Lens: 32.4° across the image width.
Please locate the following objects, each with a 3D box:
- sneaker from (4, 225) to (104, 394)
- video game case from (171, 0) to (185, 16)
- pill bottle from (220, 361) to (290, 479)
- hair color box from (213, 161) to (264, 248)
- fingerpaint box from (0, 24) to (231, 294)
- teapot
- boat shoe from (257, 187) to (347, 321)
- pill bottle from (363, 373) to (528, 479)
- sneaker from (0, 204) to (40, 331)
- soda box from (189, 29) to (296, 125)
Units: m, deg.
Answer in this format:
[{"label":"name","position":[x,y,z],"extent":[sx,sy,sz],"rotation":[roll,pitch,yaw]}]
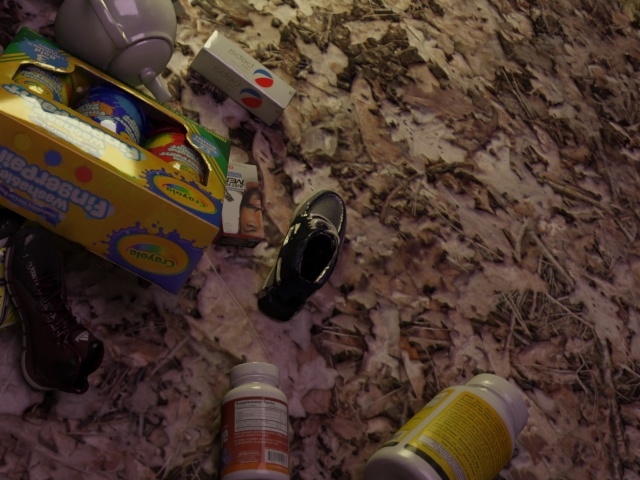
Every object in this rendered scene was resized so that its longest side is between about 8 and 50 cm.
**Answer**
[{"label":"sneaker","position":[-0.409,0.118,1.762],"extent":[0.106,0.162,0.282],"rotation":[-24,116,-45]},{"label":"video game case","position":[-0.361,-0.588,2.242],"extent":[0.025,0.285,0.204],"rotation":[-32,81,-1]},{"label":"pill bottle","position":[-0.115,0.330,1.933],"extent":[0.121,0.121,0.216],"rotation":[14,56,-26]},{"label":"hair color box","position":[-0.169,-0.073,2.181],"extent":[0.093,0.053,0.167],"rotation":[8,61,-30]},{"label":"fingerpaint box","position":[-0.388,-0.151,1.917],"extent":[0.444,0.163,0.371],"rotation":[29,24,-15]},{"label":"teapot","position":[-0.372,-0.379,2.096],"extent":[0.256,0.252,0.187],"rotation":[-13,64,-43]},{"label":"boat shoe","position":[0.000,0.000,2.176],"extent":[0.127,0.158,0.341],"rotation":[33,51,-12]},{"label":"pill bottle","position":[0.249,0.395,2.084],"extent":[0.334,0.188,0.188],"rotation":[-34,84,-40]},{"label":"sneaker","position":[-0.558,0.066,1.817],"extent":[0.147,0.145,0.385],"rotation":[58,40,-34]},{"label":"soda box","position":[-0.163,-0.342,2.329],"extent":[0.216,0.074,0.069],"rotation":[36,50,-10]}]
